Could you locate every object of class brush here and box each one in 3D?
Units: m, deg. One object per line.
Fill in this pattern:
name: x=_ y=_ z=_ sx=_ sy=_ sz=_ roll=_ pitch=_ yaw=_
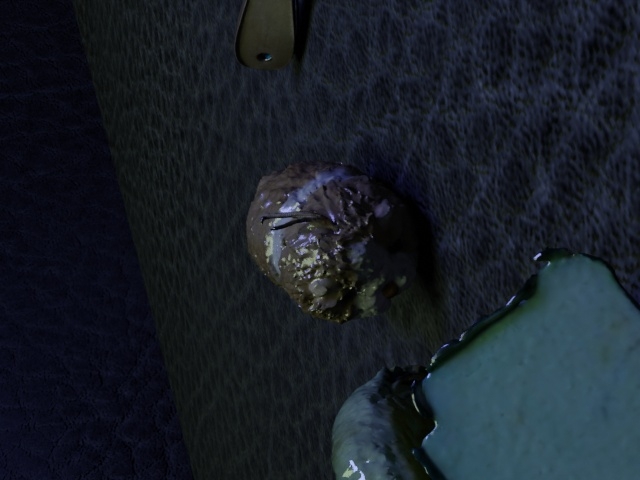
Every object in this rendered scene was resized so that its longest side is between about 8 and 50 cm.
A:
brush: x=-0.031 y=-0.241 z=1.034 sx=0.327 sy=0.070 sz=0.065 roll=102 pitch=171 yaw=-61

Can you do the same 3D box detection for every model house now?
model house: x=0.126 y=0.090 z=0.639 sx=0.148 sy=0.119 sz=0.149 roll=50 pitch=-170 yaw=12

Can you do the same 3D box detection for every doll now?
doll: x=0.002 y=-0.006 z=1.005 sx=0.115 sy=0.105 sz=0.221 roll=38 pitch=180 yaw=-11

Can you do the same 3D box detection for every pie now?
pie: x=0.099 y=0.159 z=0.677 sx=0.240 sy=0.054 sz=0.240 roll=40 pitch=-163 yaw=-15
